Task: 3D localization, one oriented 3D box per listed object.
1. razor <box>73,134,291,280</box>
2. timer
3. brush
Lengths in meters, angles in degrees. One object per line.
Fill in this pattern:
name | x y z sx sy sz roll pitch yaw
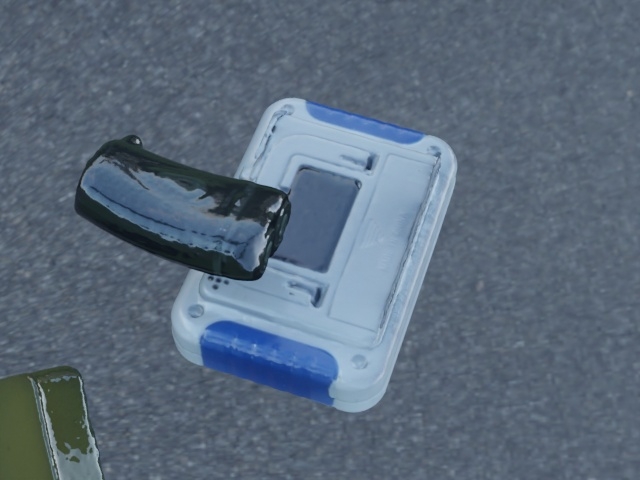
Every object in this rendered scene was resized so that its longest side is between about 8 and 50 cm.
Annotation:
razor | -0.100 -0.022 0.797 0.148 0.054 0.090 19 32 6
timer | 0.000 0.000 0.898 0.178 0.078 0.253 16 59 8
brush | -0.230 0.207 0.939 0.059 0.123 0.197 -16 90 -44
